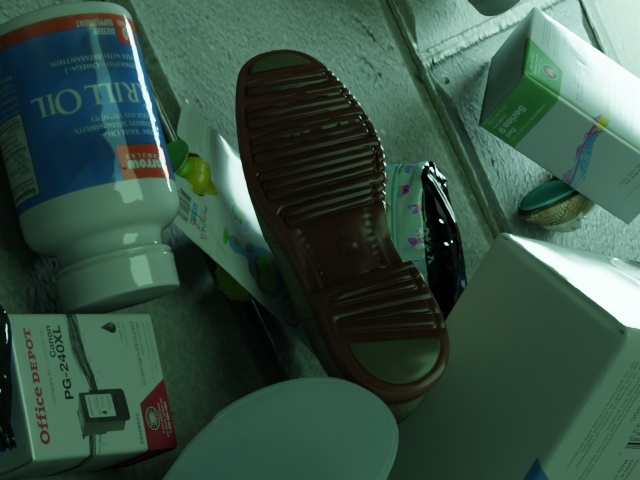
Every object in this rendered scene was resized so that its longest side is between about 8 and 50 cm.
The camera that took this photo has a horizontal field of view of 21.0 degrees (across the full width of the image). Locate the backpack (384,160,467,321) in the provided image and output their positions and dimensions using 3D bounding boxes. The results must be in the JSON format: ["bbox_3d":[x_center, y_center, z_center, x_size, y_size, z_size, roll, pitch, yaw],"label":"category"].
[{"bbox_3d":[0.077,0.018,1.599,0.152,0.115,0.182,-32,115,-83],"label":"backpack"}]

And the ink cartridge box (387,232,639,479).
[{"bbox_3d":[0.254,0.171,1.600,0.395,0.285,0.166,11,24,-50],"label":"ink cartridge box"}]

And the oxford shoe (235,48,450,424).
[{"bbox_3d":[0.000,0.000,1.461,0.123,0.130,0.348,-11,63,-15],"label":"oxford shoe"}]

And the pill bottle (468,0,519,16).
[{"bbox_3d":[0.155,-0.336,1.905,0.180,0.108,0.108,42,43,-32],"label":"pill bottle"}]

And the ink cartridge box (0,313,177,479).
[{"bbox_3d":[-0.186,0.113,1.264,0.150,0.063,0.109,2,71,-52],"label":"ink cartridge box"}]

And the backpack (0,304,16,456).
[{"bbox_3d":[-0.264,0.087,1.144,0.098,0.101,0.120,33,44,-41],"label":"backpack"}]

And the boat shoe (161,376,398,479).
[{"bbox_3d":[-0.079,0.250,1.268,0.136,0.156,0.367,35,48,13],"label":"boat shoe"}]

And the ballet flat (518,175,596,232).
[{"bbox_3d":[0.287,-0.049,1.966,0.206,0.073,0.067,-39,119,-50],"label":"ballet flat"}]

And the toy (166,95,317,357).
[{"bbox_3d":[-0.070,0.003,1.474,0.237,0.056,0.137,49,32,-39],"label":"toy"}]

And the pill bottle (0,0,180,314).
[{"bbox_3d":[-0.177,-0.059,1.313,0.124,0.124,0.222,-6,77,-54],"label":"pill bottle"}]

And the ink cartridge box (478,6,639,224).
[{"bbox_3d":[0.291,-0.139,1.922,0.212,0.093,0.154,31,36,-12],"label":"ink cartridge box"}]
